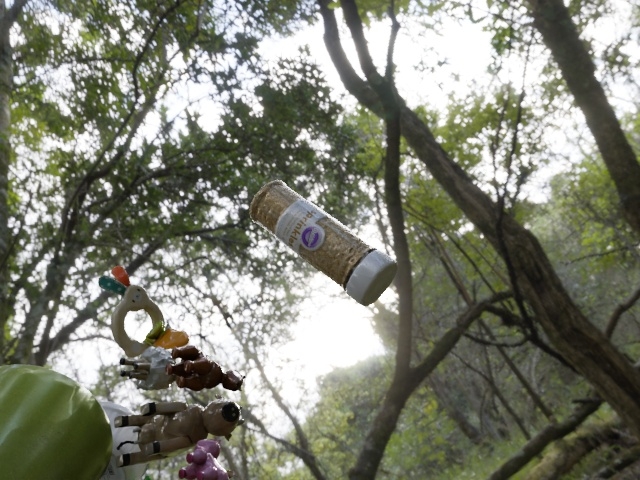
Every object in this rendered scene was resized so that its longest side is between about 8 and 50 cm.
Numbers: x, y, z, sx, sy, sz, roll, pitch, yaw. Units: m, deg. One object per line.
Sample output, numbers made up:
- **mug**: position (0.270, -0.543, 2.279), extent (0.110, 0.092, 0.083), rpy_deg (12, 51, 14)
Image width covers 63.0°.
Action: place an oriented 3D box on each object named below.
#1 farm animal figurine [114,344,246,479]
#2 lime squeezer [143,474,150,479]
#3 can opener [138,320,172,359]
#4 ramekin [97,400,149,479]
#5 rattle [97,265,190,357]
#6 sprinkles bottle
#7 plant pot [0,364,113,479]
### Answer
- **farm animal figurine**: position (-0.228, 0.356, 0.932), extent (0.327, 0.330, 0.172), rpy_deg (-11, -18, 41)
- **lime squeezer**: position (-0.424, 0.560, 1.027), extent (0.310, 0.059, 0.110), rpy_deg (-33, -74, 7)
- **can opener**: position (-0.460, 0.313, 1.491), extent (0.076, 0.095, 0.283), rpy_deg (-32, 10, -4)
- **ramekin**: position (-0.455, 0.443, 1.051), extent (0.207, 0.109, 0.207), rpy_deg (0, -77, -2)
- **rattle**: position (-0.373, 0.139, 1.098), extent (0.130, 0.199, 0.143), rpy_deg (-12, -3, -38)
- **sprinkles bottle**: position (0.000, 0.000, 1.173), extent (0.121, 0.355, 0.121), rpy_deg (-40, -28, -27)
- **plant pot**: position (-0.486, 0.373, 0.746), extent (0.275, 0.293, 0.274), rpy_deg (0, -74, -2)
